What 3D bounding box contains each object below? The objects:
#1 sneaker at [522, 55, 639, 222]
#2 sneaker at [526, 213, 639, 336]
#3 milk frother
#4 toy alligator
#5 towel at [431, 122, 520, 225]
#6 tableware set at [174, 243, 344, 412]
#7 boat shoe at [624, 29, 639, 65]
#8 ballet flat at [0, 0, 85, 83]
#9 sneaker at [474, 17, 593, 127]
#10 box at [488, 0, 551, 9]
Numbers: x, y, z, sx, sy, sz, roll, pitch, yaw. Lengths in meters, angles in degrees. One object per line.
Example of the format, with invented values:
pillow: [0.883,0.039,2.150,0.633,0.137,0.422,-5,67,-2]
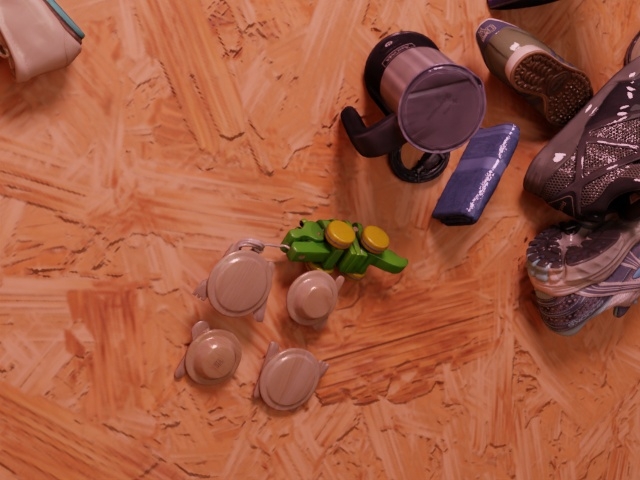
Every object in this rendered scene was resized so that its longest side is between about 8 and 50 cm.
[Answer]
sneaker: [0.343,-0.108,1.031,0.130,0.087,0.227,40,77,18]
sneaker: [0.348,0.015,1.084,0.283,0.110,0.122,-24,121,-26]
milk frother: [0.105,-0.112,0.900,0.143,0.135,0.129,35,104,-23]
toy alligator: [0.000,0.000,0.893,0.189,0.056,0.051,8,45,-29]
towel: [0.167,-0.068,0.977,0.029,0.067,0.119,37,72,-24]
tableware set: [-0.052,0.084,0.863,0.168,0.020,0.141,19,97,-32]
boat shoe: [0.514,-0.282,1.111,0.324,0.120,0.122,-47,109,-5]
ballet flat: [-0.282,-0.228,0.707,0.086,0.086,0.248,-44,112,-23]
sneaker: [0.231,-0.189,1.013,0.064,0.086,0.192,-49,148,17]
box: [0.248,-0.361,0.972,0.108,0.153,0.207,-14,97,-29]
